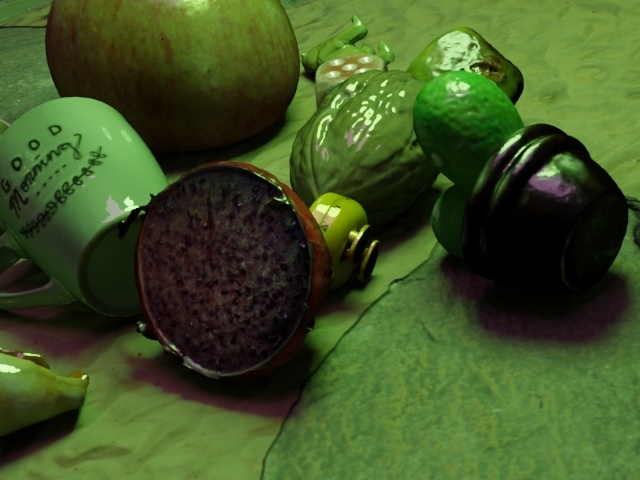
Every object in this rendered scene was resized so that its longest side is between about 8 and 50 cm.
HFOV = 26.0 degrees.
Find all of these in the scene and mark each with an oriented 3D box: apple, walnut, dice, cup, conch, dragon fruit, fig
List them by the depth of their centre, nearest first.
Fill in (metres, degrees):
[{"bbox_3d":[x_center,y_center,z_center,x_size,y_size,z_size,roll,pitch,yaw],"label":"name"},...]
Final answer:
[{"bbox_3d":[-0.358,0.161,1.336,0.255,0.127,0.158,10,-3,-9],"label":"conch"},{"bbox_3d":[-0.067,0.032,1.408,0.224,0.218,0.148,-19,-10,30],"label":"dragon fruit"},{"bbox_3d":[-0.277,-0.003,1.550,0.258,0.186,0.234,-43,42,1],"label":"cup"},{"bbox_3d":[0.053,-0.100,1.610,0.178,0.178,0.230,9,38,29],"label":"walnut"},{"bbox_3d":[0.168,-0.184,1.741,0.166,0.154,0.144,-14,14,39],"label":"fig"},{"bbox_3d":[0.044,-0.188,1.828,0.094,0.093,0.091,-2,30,11],"label":"dice"},{"bbox_3d":[-0.201,-0.274,1.871,0.345,0.269,0.344,-7,28,4],"label":"apple"}]

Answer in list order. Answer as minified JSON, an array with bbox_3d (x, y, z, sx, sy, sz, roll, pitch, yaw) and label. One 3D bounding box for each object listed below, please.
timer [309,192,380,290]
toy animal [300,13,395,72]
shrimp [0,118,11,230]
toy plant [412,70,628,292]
[{"bbox_3d":[0.000,0.000,1.496,0.109,0.107,0.107,20,38,19],"label":"timer"},{"bbox_3d":[0.041,-0.247,1.957,0.101,0.103,0.218,-36,37,0],"label":"toy animal"},{"bbox_3d":[-0.426,-0.116,1.835,0.221,0.110,0.446,-23,35,-34],"label":"shrimp"},{"bbox_3d":[0.193,-0.053,1.439,0.175,0.218,0.235,-32,46,-33],"label":"toy plant"}]
